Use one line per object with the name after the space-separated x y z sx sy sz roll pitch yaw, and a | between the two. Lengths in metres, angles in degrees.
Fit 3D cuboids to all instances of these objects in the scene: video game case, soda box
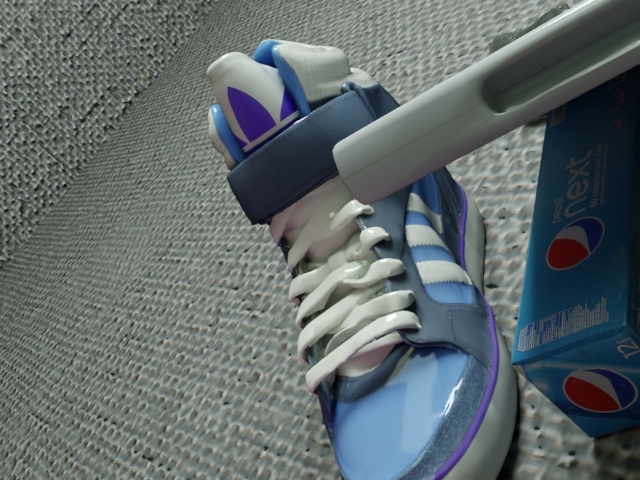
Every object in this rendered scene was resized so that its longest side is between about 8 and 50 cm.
0.197 -0.131 0.471 0.300 0.036 0.329 -27 2 35 | video game case
0.163 -0.002 0.532 0.067 0.071 0.210 -27 30 40 | soda box

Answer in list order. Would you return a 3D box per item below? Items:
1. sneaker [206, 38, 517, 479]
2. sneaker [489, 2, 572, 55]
0.000 0.000 0.598 0.130 0.236 0.323 -34 26 28 | sneaker
0.195 -0.154 0.740 0.170 0.051 0.089 -25 35 47 | sneaker
